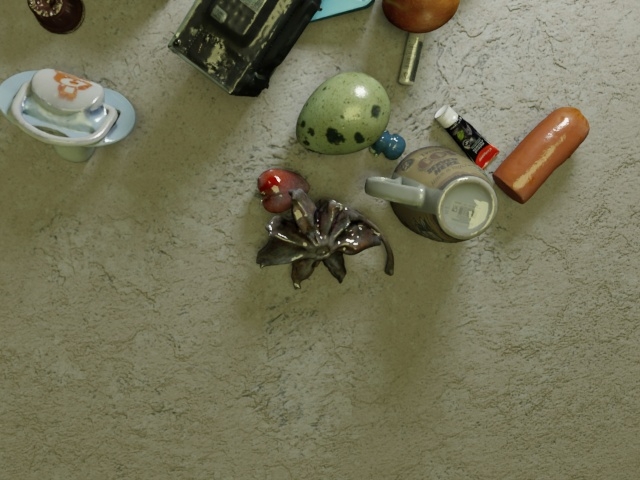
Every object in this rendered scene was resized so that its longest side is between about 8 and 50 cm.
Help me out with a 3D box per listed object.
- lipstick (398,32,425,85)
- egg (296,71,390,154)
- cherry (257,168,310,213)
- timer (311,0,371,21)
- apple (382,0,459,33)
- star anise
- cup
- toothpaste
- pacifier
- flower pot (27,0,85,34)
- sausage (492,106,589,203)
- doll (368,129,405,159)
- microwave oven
[{"bbox_3d":[0.217,-0.438,1.297,0.040,0.040,0.141,10,101,-9],"label":"lipstick"},{"bbox_3d":[0.048,-0.281,1.246,0.228,0.177,0.177,-26,105,11],"label":"egg"},{"bbox_3d":[-0.096,-0.117,1.315,0.126,0.087,0.106,4,102,-27],"label":"cherry"},{"bbox_3d":[-0.012,-0.614,1.225,0.250,0.091,0.232,-11,106,8],"label":"timer"},{"bbox_3d":[0.222,-0.548,1.183,0.162,0.201,0.201,13,102,3],"label":"apple"},{"bbox_3d":[0.000,0.000,1.338,0.316,0.139,0.359,-17,131,8],"label":"star anise"},{"bbox_3d":[0.258,-0.107,1.273,0.301,0.257,0.227,8,100,-7],"label":"cup"},{"bbox_3d":[0.363,-0.257,1.359,0.193,0.045,0.071,41,96,-20],"label":"toothpaste"},{"bbox_3d":[-0.556,-0.252,1.202,0.279,0.227,0.207,17,141,-10],"label":"pacifier"},{"bbox_3d":[-0.569,-0.499,1.164,0.111,0.089,0.111,-2,104,-7],"label":"flower pot"},{"bbox_3d":[0.548,-0.219,1.355,0.113,0.113,0.259,40,96,-14],"label":"sausage"},{"bbox_3d":[0.164,-0.229,1.338,0.083,0.050,0.076,20,105,-13],"label":"doll"},{"bbox_3d":[-0.131,-0.458,1.130,0.181,0.237,0.295,37,106,-3],"label":"microwave oven"}]
